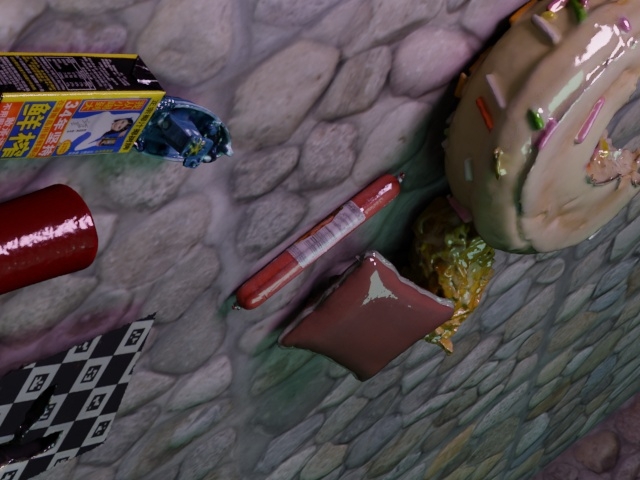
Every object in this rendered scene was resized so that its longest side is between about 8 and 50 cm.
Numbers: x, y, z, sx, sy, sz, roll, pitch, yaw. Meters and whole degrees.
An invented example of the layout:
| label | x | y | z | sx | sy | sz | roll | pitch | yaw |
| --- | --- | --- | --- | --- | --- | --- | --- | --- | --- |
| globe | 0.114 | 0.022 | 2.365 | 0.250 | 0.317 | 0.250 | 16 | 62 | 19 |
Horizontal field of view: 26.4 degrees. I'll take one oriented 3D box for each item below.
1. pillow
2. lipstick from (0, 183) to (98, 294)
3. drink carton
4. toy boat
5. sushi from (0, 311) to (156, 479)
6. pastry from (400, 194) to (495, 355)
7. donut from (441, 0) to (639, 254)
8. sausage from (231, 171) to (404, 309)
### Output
| label | x | y | z | sx | sy | sz | roll | pitch | yaw |
| --- | --- | --- | --- | --- | --- | --- | --- | --- | --- |
| pillow | 0.056 | 0.095 | 1.679 | 0.171 | 0.075 | 0.179 | -41 | 134 | 20 |
| lipstick | -0.292 | 0.019 | 1.081 | 0.241 | 0.080 | 0.080 | -21 | 146 | -39 |
| drink carton | -0.205 | -0.105 | 1.049 | 0.166 | 0.056 | 0.071 | -9 | 146 | -51 |
| toy boat | -0.123 | -0.092 | 1.183 | 0.060 | 0.061 | 0.137 | -51 | 155 | 14 |
| sushi | -0.295 | 0.168 | 1.344 | 0.279 | 0.043 | 0.192 | -23 | 144 | -53 |
| pastry | 0.157 | 0.050 | 1.769 | 0.154 | 0.102 | 0.250 | -38 | 154 | -40 |
| donut | 0.274 | -0.134 | 1.592 | 0.307 | 0.150 | 0.371 | -34 | 149 | -22 |
| sausage | 0.000 | 0.000 | 1.544 | 0.253 | 0.034 | 0.034 | -38 | 154 | -13 |
